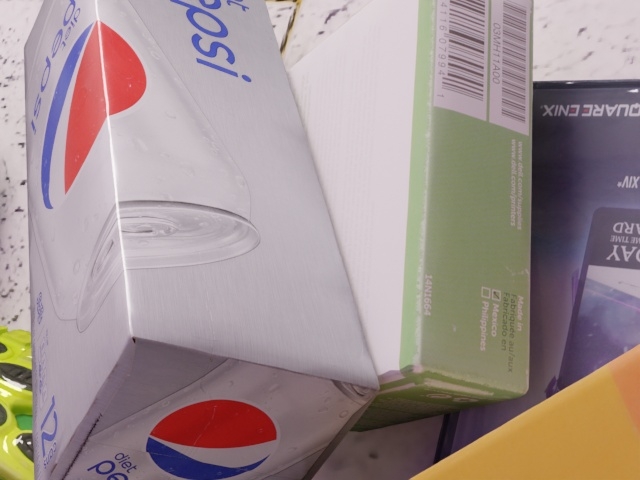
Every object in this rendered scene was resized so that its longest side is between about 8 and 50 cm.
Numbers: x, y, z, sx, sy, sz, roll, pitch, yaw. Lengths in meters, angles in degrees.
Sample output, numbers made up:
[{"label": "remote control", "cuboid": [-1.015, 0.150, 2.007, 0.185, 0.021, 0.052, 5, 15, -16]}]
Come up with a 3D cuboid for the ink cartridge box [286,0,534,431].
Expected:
[{"label": "ink cartridge box", "cuboid": [0.000, 0.000, 0.505, 0.235, 0.056, 0.171, -28, 53, 57]}]

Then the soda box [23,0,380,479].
[{"label": "soda box", "cuboid": [-0.066, -0.026, 0.480, 0.091, 0.098, 0.286, -55, 33, 33]}]

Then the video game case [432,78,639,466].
[{"label": "video game case", "cuboid": [0.130, 0.073, 0.389, 0.196, 0.026, 0.274, 6, 75, 40]}]

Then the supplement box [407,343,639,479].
[{"label": "supplement box", "cuboid": [0.047, 0.124, 0.368, 0.233, 0.080, 0.078, -34, 54, 22]}]

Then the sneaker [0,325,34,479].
[{"label": "sneaker", "cuboid": [-0.211, 0.112, 0.613, 0.295, 0.109, 0.124, 6, 104, 36]}]
